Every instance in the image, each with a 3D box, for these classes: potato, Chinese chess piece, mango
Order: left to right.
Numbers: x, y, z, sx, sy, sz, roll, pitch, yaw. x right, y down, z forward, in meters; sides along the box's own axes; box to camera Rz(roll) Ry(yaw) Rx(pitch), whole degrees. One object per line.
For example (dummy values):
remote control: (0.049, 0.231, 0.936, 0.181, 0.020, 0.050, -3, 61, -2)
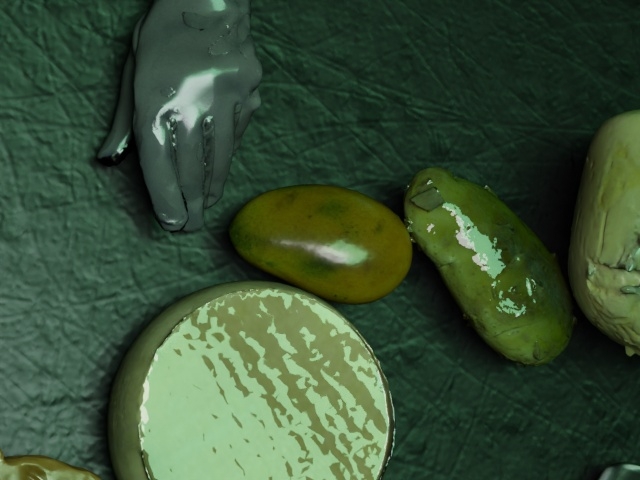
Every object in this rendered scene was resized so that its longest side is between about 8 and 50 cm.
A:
Chinese chess piece: (-0.058, 0.157, 1.331, 0.249, 0.103, 0.250, 4, 81, -22)
mango: (0.003, -0.002, 1.383, 0.163, 0.089, 0.111, 24, 37, -3)
potato: (0.158, 0.023, 1.445, 0.225, 0.090, 0.117, 51, 39, -15)

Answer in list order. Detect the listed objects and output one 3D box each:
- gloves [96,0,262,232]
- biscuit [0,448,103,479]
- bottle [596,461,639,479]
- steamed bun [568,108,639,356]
gloves: (-0.118, -0.147, 1.358, 0.142, 0.119, 0.285, 2, 84, 8)
biscuit: (-0.268, 0.302, 1.243, 0.269, 0.051, 0.376, -29, 98, -25)
bottle: (0.239, 0.325, 1.451, 0.096, 0.079, 0.254, 25, 68, 22)
steamed bun: (0.328, 0.001, 1.481, 0.273, 0.166, 0.232, 18, 84, -43)
